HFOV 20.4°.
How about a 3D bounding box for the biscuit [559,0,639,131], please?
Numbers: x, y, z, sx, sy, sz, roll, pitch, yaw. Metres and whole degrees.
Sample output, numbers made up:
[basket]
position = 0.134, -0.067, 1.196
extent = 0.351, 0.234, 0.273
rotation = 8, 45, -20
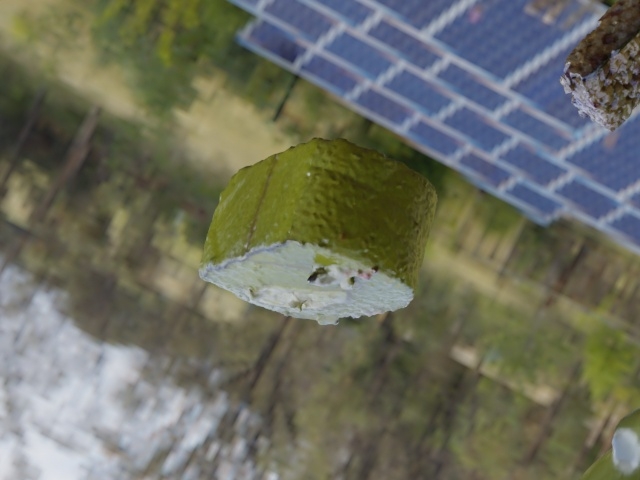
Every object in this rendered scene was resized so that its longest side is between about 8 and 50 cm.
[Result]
[biscuit]
position = 0.221, -0.152, 1.063
extent = 0.034, 0.199, 0.064
rotation = 43, 179, 39

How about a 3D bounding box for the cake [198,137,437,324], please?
[cake]
position = 0.000, 0.000, 1.859
extent = 0.179, 0.156, 0.260
rotation = 28, 157, -25

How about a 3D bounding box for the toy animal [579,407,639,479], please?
[toy animal]
position = 0.248, 0.226, 1.236
extent = 0.216, 0.338, 0.191
rotation = 58, 145, -3
